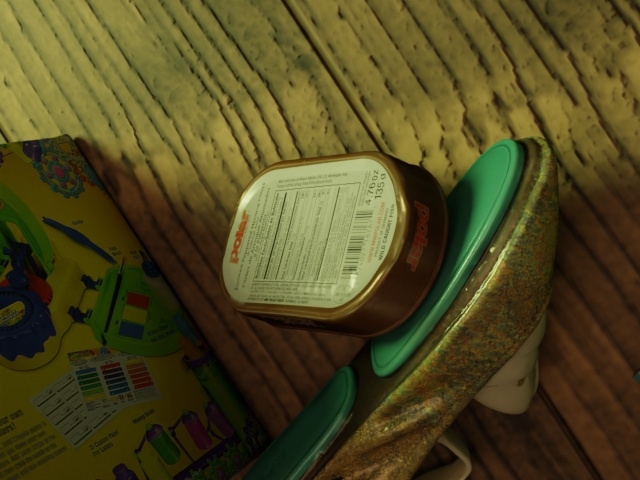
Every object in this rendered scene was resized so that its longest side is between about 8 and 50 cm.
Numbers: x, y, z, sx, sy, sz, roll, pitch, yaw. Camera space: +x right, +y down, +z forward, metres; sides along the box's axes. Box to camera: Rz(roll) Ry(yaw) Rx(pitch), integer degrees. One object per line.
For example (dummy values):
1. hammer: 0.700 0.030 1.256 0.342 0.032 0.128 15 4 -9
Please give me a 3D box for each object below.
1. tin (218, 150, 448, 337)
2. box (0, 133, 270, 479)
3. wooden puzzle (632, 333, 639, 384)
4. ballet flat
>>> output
1. tin: 0.000 0.000 0.614 0.190 0.040 0.106 -2 68 54
2. box: -0.227 0.102 0.648 0.177 0.290 0.279 -36 84 26
3. wooden puzzle: 0.220 0.081 0.603 0.083 0.006 0.049 43 113 11
4. ballet flat: 0.063 0.095 0.626 0.123 0.123 0.348 39 112 12
